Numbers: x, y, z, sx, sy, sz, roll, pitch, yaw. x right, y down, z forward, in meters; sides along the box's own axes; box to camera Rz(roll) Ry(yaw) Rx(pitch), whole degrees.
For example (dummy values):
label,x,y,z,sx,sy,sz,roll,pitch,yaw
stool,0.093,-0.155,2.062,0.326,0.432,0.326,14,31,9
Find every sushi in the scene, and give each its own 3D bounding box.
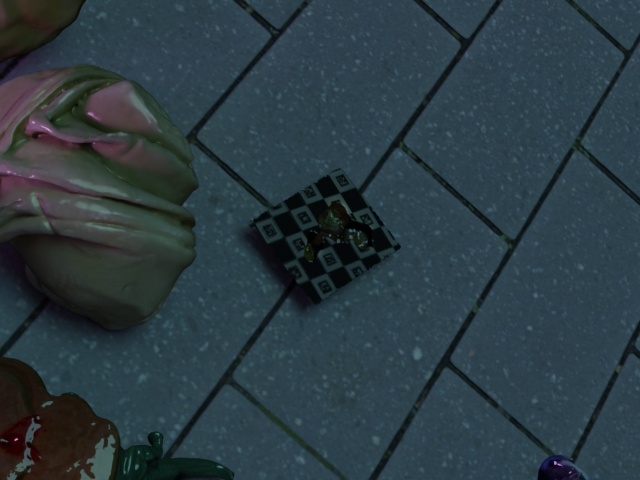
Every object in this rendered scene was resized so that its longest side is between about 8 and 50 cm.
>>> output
label,x,y,z,sx,sy,sz,roll,pitch,yaw
sushi,0.000,0.000,2.210,0.201,0.031,0.139,-31,82,-45

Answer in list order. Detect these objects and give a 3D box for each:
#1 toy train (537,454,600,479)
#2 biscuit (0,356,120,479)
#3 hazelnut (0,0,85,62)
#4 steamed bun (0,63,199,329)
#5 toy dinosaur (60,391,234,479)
label,x,y,z,sx,sy,sz,roll,pitch,yaw
toy train,0.246,0.378,1.974,0.202,0.300,0.131,50,46,-9
biscuit,-0.364,0.197,1.758,0.320,0.047,0.183,29,65,11
hazelnut,-0.393,-0.340,2.046,0.261,0.241,0.261,0,89,-20
steamed bun,-0.263,-0.064,1.958,0.276,0.203,0.289,10,59,-29
toy dinosaur,-0.229,0.231,1.890,0.292,0.079,0.120,1,66,-49
